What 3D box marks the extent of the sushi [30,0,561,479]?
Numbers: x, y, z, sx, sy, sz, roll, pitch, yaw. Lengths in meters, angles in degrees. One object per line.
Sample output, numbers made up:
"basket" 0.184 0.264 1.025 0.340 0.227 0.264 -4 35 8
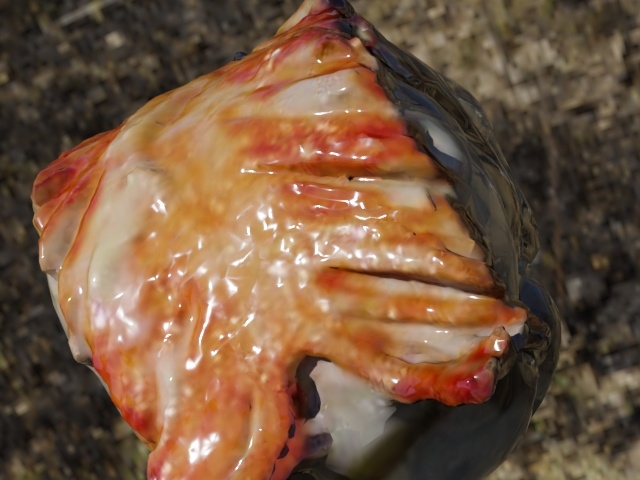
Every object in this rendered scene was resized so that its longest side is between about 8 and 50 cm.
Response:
"sushi" 0.000 0.000 0.581 0.124 0.130 0.332 -36 4 10
